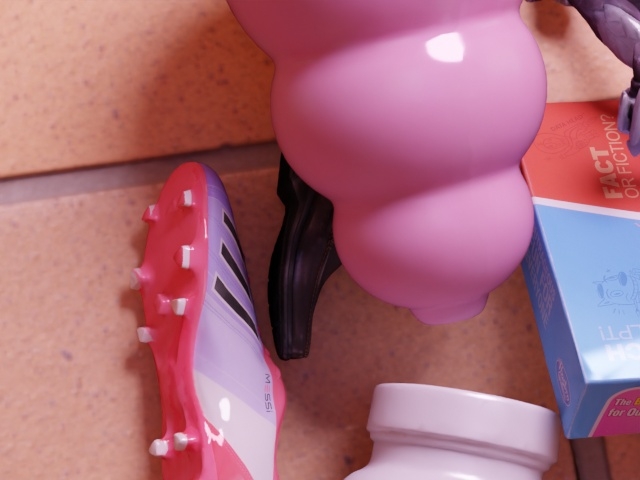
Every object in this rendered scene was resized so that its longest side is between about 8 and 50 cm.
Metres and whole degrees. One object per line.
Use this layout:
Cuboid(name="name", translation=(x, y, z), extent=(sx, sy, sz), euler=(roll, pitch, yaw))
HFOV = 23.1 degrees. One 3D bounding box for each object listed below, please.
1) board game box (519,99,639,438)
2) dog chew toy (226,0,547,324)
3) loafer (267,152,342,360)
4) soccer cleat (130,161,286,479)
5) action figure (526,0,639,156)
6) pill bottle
Cuboid(name="board game box", translation=(0.295, 0.008, 1.051), extent=(0.316, 0.064, 0.242), euler=(-3, 50, -8))
Cuboid(name="dog chew toy", translation=(0.052, -0.111, 0.995), extent=(0.206, 0.206, 0.332), euler=(-13, 96, -9))
Cuboid(name="loafer", translation=(0.000, 0.000, 1.074), extent=(0.061, 0.062, 0.170), euler=(9, 81, -11))
Cuboid(name="soccer cleat", translation=(-0.068, 0.071, 1.054), extent=(0.095, 0.083, 0.248), euler=(6, 73, -36))
Cuboid(name="action figure", translation=(0.229, -0.133, 1.049), extent=(0.285, 0.099, 0.185), euler=(46, 42, 19))
Cuboid(name="pill bottle", translation=(0.072, 0.231, 0.999), extent=(0.153, 0.153, 0.265), euler=(12, 80, -5))
